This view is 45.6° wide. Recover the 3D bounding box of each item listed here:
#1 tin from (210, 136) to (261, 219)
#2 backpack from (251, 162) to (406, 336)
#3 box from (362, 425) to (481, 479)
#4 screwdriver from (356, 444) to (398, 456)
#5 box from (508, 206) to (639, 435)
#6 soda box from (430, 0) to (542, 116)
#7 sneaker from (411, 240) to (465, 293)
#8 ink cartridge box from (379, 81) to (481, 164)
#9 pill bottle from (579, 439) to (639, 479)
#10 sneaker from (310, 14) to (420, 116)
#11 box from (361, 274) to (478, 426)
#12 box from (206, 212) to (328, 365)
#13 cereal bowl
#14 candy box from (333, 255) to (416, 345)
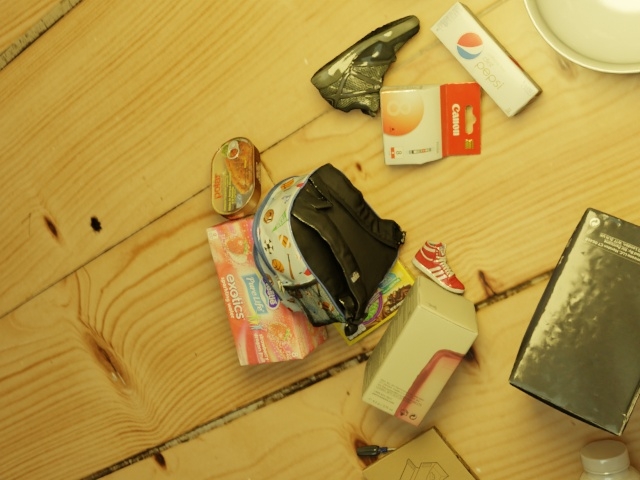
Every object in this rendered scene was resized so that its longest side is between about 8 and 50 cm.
[{"bbox_3d":[-0.174,-0.128,1.565,0.106,0.040,0.189,-15,57,18],"label":"tin"},{"bbox_3d":[0.000,0.000,1.423,0.213,0.276,0.263,-9,124,36],"label":"backpack"},{"bbox_3d":[0.213,0.497,1.591,0.201,0.021,0.164,-39,92,25],"label":"box"},{"bbox_3d":[0.155,0.439,1.613,0.170,0.024,0.025,-15,124,24],"label":"screwdriver"},{"bbox_3d":[0.437,0.137,1.222,0.183,0.296,0.293,24,85,17],"label":"box"},{"bbox_3d":[0.296,-0.321,1.354,0.069,0.074,0.216,-42,83,25],"label":"soda box"},{"bbox_3d":[0.240,0.048,1.477,0.118,0.042,0.067,36,116,15],"label":"sneaker"},{"bbox_3d":[0.203,-0.213,1.400,0.180,0.045,0.145,0,117,13],"label":"ink cartridge box"},{"bbox_3d":[0.540,0.472,1.404,0.112,0.112,0.186,-11,97,25],"label":"pill bottle"},{"bbox_3d":[0.107,-0.321,1.435,0.228,0.087,0.130,-35,108,10],"label":"sneaker"},{"bbox_3d":[0.189,0.211,1.463,0.127,0.148,0.232,27,112,-3],"label":"box"},{"bbox_3d":[-0.106,0.093,1.580,0.154,0.142,0.299,-10,98,24],"label":"box"},{"bbox_3d":[0.493,-0.436,1.207,0.339,0.141,0.338,5,103,22],"label":"cereal bowl"},{"bbox_3d":[0.106,0.122,1.560,0.206,0.027,0.105,-39,83,25],"label":"candy box"}]
